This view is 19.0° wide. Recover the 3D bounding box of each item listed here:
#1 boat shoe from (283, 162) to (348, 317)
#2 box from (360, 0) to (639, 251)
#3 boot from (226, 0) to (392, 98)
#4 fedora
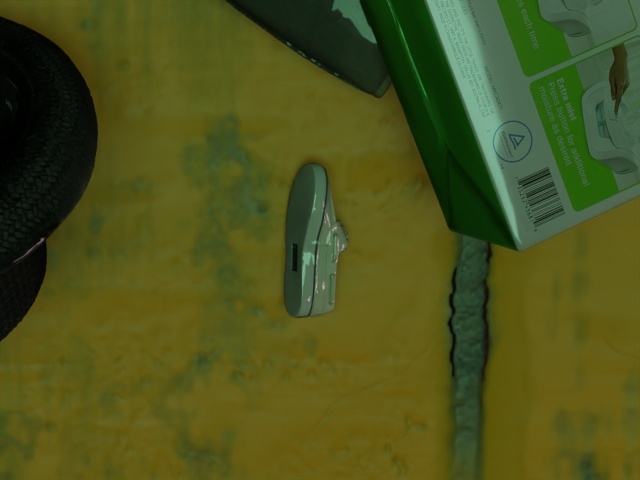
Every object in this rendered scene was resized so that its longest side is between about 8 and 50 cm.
[{"bbox_3d":[0.000,0.000,1.217,0.035,0.035,0.100,-1,99,-29],"label":"boat shoe"},{"bbox_3d":[0.148,-0.161,1.102,0.231,0.127,0.262,-26,103,-12],"label":"box"},{"bbox_3d":[-0.013,-0.208,1.151,0.208,0.076,0.190,26,113,0],"label":"boot"},{"bbox_3d":[-0.283,0.001,1.123,0.334,0.334,0.153,-11,132,1],"label":"fedora"}]
